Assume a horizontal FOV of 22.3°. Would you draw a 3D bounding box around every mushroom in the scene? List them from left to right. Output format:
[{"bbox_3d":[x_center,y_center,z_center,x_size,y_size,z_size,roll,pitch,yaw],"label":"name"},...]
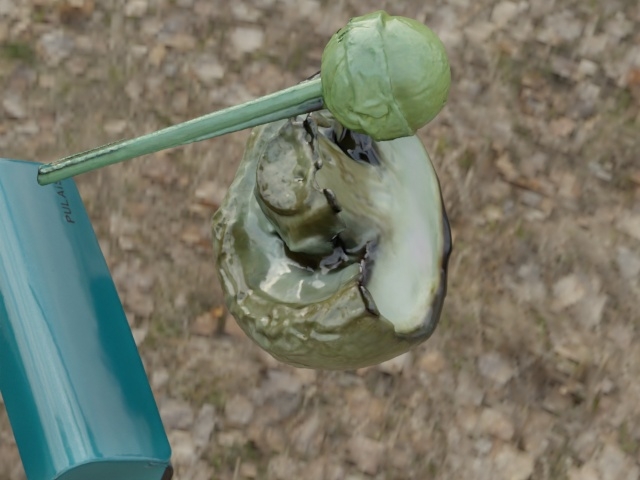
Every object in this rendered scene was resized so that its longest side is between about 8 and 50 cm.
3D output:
[{"bbox_3d":[0.004,-0.002,1.452,0.189,0.164,0.267,11,56,-52],"label":"mushroom"}]

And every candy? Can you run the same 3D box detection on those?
[{"bbox_3d":[-0.064,-0.092,1.239,0.335,0.093,0.092,-16,54,13],"label":"candy"}]

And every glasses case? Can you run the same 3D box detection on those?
[{"bbox_3d":[-0.212,0.067,1.330,0.117,0.070,0.301,1,50,-37],"label":"glasses case"}]
